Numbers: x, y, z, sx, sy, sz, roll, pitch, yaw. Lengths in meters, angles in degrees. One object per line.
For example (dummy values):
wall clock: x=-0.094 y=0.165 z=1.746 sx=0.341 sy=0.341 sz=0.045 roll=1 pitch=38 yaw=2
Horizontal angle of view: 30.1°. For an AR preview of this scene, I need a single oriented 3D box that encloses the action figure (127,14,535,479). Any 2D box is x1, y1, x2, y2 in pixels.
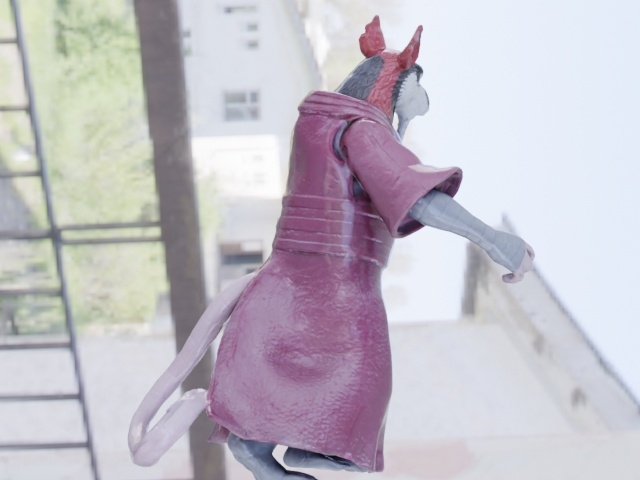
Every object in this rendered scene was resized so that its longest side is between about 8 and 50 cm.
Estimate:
action figure: x=0.000 y=0.000 z=0.939 sx=0.248 sy=0.275 sz=0.370 roll=-177 pitch=-84 yaw=-73
